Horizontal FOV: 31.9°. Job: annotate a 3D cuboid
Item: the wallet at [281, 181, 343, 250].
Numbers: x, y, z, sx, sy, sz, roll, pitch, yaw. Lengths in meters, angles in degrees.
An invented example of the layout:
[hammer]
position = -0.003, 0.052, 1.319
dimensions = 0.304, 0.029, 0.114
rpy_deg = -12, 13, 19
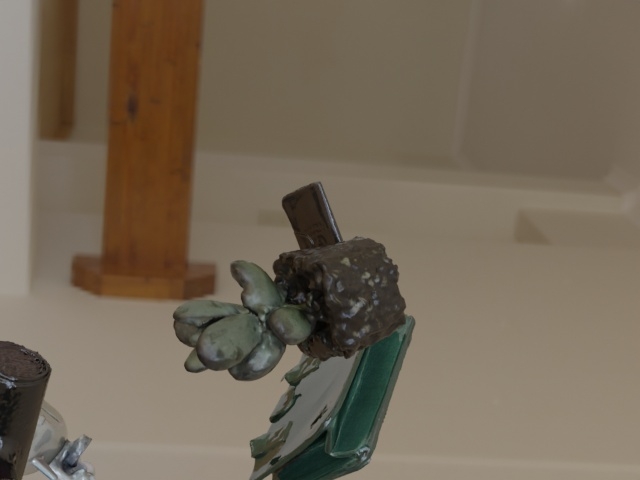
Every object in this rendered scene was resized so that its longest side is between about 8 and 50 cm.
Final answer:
[wallet]
position = 0.000, 0.000, 1.541
dimensions = 0.082, 0.018, 0.156
rpy_deg = -18, -87, 42

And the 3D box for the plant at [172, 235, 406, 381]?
[plant]
position = -0.040, 0.085, 1.350
dimensions = 0.146, 0.275, 0.149
rpy_deg = 167, -92, -72

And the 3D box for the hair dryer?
[hair dryer]
position = -0.321, 0.244, 1.136
dimensions = 0.251, 0.089, 0.197
rpy_deg = 49, -57, 55

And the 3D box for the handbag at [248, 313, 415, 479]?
[handbag]
position = 0.013, 0.235, 1.721
dimensions = 0.238, 0.089, 0.326
rpy_deg = -37, -161, 38

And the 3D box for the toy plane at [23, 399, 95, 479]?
[toy plane]
position = -0.413, 0.274, 1.542
dimensions = 0.122, 0.267, 0.267
rpy_deg = -49, -175, -4
